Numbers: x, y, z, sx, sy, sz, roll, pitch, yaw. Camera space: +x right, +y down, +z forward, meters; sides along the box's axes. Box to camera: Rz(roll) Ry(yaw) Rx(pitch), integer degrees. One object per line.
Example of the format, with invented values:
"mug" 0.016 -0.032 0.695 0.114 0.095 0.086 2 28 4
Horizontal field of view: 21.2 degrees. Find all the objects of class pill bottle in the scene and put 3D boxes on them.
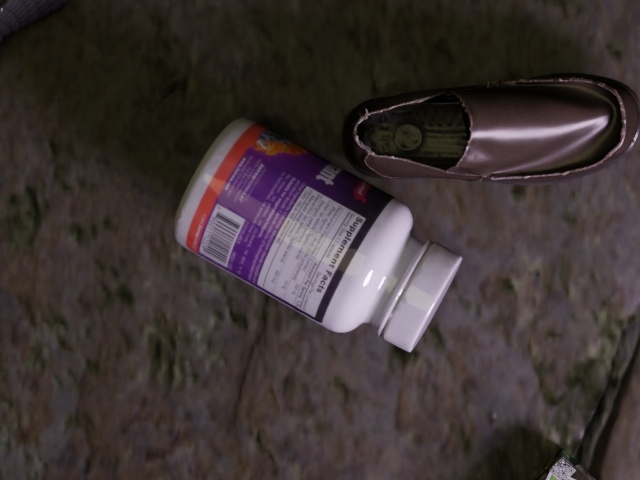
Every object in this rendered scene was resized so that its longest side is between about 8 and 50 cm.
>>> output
"pill bottle" 0.000 0.000 1.239 0.193 0.108 0.108 29 98 6

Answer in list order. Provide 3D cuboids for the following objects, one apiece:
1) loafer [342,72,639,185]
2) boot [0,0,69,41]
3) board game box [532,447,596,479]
"loafer" 0.120 -0.074 1.227 0.220 0.078 0.080 -7 93 11
"boot" -0.277 -0.221 1.291 0.246 0.083 0.161 -41 81 9
"board game box" 0.228 0.291 1.259 0.259 0.030 0.136 42 102 5
